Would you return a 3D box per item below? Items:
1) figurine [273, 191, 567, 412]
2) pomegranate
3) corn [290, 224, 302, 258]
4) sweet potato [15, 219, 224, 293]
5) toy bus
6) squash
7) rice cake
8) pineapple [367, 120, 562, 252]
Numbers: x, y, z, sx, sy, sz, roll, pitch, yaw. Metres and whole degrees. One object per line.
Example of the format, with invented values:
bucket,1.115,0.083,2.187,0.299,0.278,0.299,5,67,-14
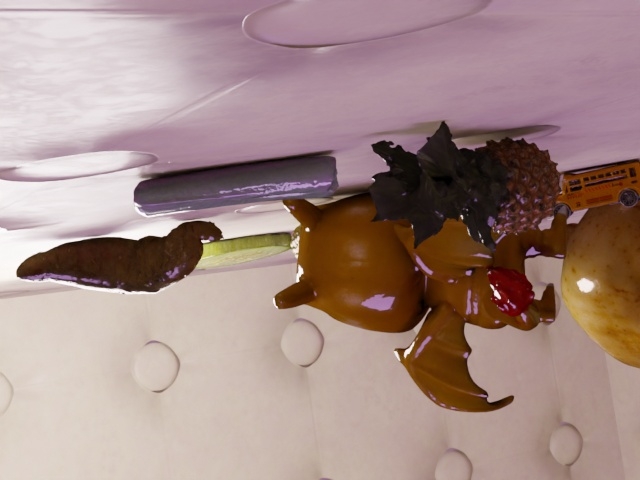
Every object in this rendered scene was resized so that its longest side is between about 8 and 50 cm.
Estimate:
figurine,0.146,0.030,1.719,0.387,0.268,0.401,7,145,10
pomegranate,0.593,0.043,2.171,0.410,0.410,0.410,-8,177,-1
corn,0.000,0.000,2.075,0.097,0.097,0.320,-8,179,-9
sweet potato,-0.296,0.034,1.856,0.310,0.098,0.124,-7,156,3
toy bus,0.439,-0.080,1.954,0.162,0.074,0.069,-12,-177,19
squash,-0.163,0.021,2.421,0.219,0.041,0.219,-9,177,-1
rice cake,-0.087,-0.057,1.289,0.221,0.042,0.080,-7,172,-8
pineapple,0.160,-0.063,1.284,0.119,0.130,0.277,23,-164,29
